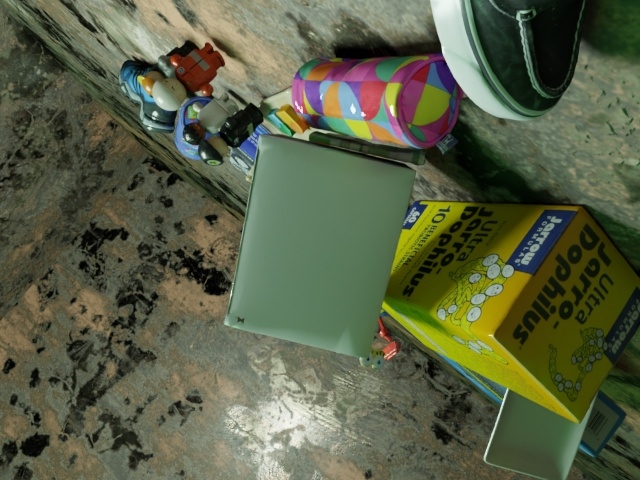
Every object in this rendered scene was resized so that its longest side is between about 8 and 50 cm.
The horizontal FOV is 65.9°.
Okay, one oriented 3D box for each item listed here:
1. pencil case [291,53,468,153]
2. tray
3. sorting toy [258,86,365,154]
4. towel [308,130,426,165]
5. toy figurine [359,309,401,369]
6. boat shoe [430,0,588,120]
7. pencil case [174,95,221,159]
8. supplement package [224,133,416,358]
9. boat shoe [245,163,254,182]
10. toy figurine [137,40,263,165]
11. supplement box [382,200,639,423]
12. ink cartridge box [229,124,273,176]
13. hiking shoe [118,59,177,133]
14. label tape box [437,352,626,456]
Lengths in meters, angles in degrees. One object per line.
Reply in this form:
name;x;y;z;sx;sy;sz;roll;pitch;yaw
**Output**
pencil case;0.060;-0.168;0.581;0.236;0.104;0.104;28;166;51
tray;0.372;0.254;0.812;0.145;0.271;0.030;16;-175;-3
sorting toy;-0.025;-0.196;0.928;0.193;0.038;0.208;42;169;-21
towel;0.069;-0.129;0.673;0.151;0.023;0.113;15;-168;10
toy figurine;0.060;0.072;0.956;0.362;0.217;0.191;30;-146;-20
boat shoe;0.126;-0.183;0.275;0.102;0.108;0.301;31;161;43
pencil case;-0.317;-0.291;1.320;0.133;0.120;0.306;21;175;-18
supplement package;0.000;0.000;0.700;0.203;0.262;0.145;13;-167;2
boat shoe;-0.135;-0.131;1.224;0.056;0.048;0.153;33;170;28
toy figurine;-0.242;-0.270;0.975;0.209;0.148;0.213;35;167;49
supplement box;0.242;0.075;0.741;0.195;0.194;0.356;42;169;-20
ink cartridge box;-0.152;-0.205;1.281;0.165;0.065;0.332;40;169;-7
hiking shoe;-0.447;-0.414;1.322;0.113;0.132;0.304;-2;-136;-45
label tape box;0.388;0.267;1.001;0.240;0.106;0.333;40;173;-5
